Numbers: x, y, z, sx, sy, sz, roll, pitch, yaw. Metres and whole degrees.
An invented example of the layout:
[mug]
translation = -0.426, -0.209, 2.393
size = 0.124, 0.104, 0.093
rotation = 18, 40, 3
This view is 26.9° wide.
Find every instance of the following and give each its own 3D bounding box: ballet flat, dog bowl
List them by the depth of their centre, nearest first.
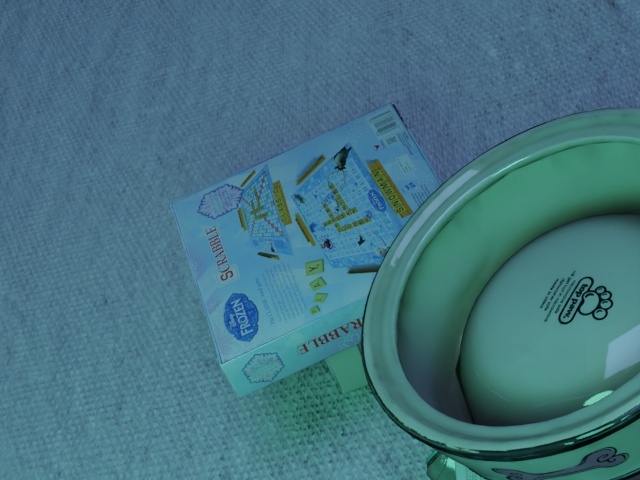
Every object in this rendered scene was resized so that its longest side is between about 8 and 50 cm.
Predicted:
[dog bowl]
translation = 0.249, 0.070, 1.305
size = 0.408, 0.150, 0.408
rotation = -24, 39, 21
[ballet flat]
translation = 0.204, 0.202, 1.500
size = 0.068, 0.072, 0.213
rotation = 39, 69, 17

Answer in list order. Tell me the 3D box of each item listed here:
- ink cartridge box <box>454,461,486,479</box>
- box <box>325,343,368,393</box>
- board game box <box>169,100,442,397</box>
[ink cartridge box]
translation = 0.246, 0.276, 1.348
size = 0.203, 0.086, 0.148
rotation = -10, 61, 15
[box]
translation = 0.100, 0.061, 1.638
size = 0.232, 0.127, 0.149
rotation = -22, 41, 5
[board game box]
translation = 0.000, 0.000, 1.604
size = 0.318, 0.066, 0.319
rotation = -24, 40, 1
